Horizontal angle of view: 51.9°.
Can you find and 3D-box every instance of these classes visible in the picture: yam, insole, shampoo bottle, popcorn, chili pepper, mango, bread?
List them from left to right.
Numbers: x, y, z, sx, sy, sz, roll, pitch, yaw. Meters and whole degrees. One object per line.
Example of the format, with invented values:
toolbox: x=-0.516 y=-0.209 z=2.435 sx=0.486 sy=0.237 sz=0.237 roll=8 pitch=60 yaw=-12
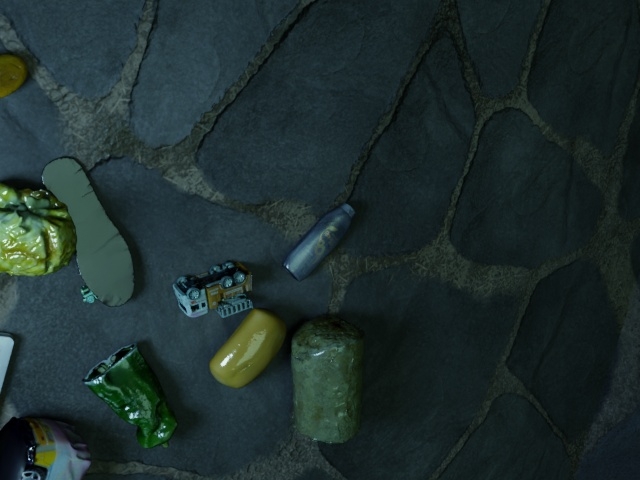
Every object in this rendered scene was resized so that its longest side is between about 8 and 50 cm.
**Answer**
mango: x=-0.617 y=-0.316 z=1.260 sx=0.114 sy=0.057 sz=0.078 roll=-39 pitch=115 yaw=-25
popcorn: x=-0.581 y=-0.027 z=1.290 sx=0.198 sy=0.198 sz=0.212 roll=-12 pitch=74 yaw=-27
insole: x=-0.494 y=-0.014 z=1.418 sx=0.119 sy=0.009 sz=0.348 roll=-29 pitch=110 yaw=-23
chili pepper: x=-0.421 y=0.382 z=1.535 sx=0.136 sy=0.099 sz=0.270 roll=-47 pitch=118 yaw=-40
bread: x=-0.170 y=0.273 z=1.631 sx=0.217 sy=0.098 sz=0.147 roll=-54 pitch=143 yaw=-7
shampoo bottle: x=0.000 y=0.000 z=1.701 sx=0.233 sy=0.049 sz=0.087 roll=-47 pitch=123 yaw=-12
yam: x=0.019 y=0.358 z=1.728 sx=0.195 sy=0.195 sz=0.299 roll=-8 pitch=107 yaw=-28

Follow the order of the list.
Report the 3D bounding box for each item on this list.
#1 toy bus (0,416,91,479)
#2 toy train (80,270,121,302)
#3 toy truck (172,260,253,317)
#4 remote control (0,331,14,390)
toy bus: x=-0.632 y=0.569 z=1.426 sx=0.162 sy=0.171 sz=0.386 roll=13 pitch=98 yaw=-49
toy train: x=-0.487 y=0.104 z=1.461 sx=0.092 sy=0.029 sz=0.045 roll=-29 pitch=108 yaw=-19
toy truck: x=-0.255 y=0.129 z=1.574 sx=0.178 sy=0.080 sz=0.115 roll=-17 pitch=120 yaw=-27
remote control: x=-0.723 y=0.309 z=1.374 sx=0.103 sy=0.034 sz=0.250 roll=13 pitch=95 yaw=-32
